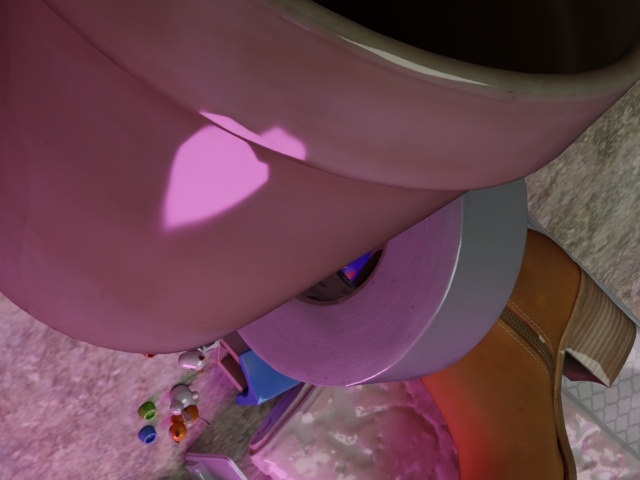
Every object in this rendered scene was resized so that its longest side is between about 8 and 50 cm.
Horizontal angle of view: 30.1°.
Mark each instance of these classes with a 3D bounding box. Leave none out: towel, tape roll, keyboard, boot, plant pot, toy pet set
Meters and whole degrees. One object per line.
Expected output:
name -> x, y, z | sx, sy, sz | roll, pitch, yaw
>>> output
towel -> 0.153, 0.159, 1.021 | 0.332, 0.053, 0.317 | 42, 78, -13
tape roll -> 0.023, -0.016, 0.773 | 0.072, 0.219, 0.219 | 0, 126, -48
keyboard -> -0.029, 0.283, 1.049 | 0.256, 0.072, 0.014 | 55, 50, -17
boot -> 0.109, 0.108, 0.920 | 0.220, 0.109, 0.283 | 37, 75, -15
plant pot -> -0.049, -0.099, 0.572 | 0.323, 0.323, 0.280 | -10, 151, -41
toy pet set -> -0.080, 0.121, 0.950 | 0.114, 0.065, 0.122 | -24, 142, -29

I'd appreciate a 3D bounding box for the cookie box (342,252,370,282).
cookie box -> 0.000, 0.000, 0.927 | 0.091, 0.040, 0.107 | -14, 136, -40
